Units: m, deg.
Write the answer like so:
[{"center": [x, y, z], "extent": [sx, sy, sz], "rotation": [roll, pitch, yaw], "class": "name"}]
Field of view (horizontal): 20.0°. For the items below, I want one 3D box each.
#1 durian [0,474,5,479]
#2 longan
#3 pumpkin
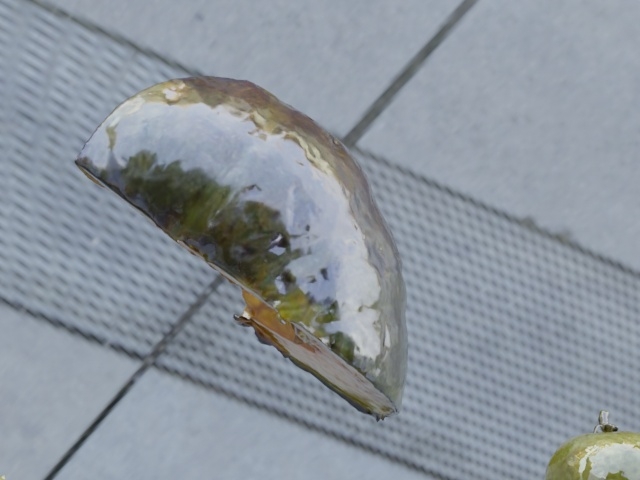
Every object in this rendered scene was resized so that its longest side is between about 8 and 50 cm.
[{"center": [-0.298, 0.279, 1.631], "extent": [0.187, 0.108, 0.119], "rotation": [0, 59, 20], "class": "durian"}, {"center": [0.162, 0.133, 1.016], "extent": [0.075, 0.075, 0.083], "rotation": [8, 55, -23], "class": "longan"}, {"center": [0.000, 0.000, 1.208], "extent": [0.148, 0.169, 0.312], "rotation": [-58, 141, -9], "class": "pumpkin"}]
